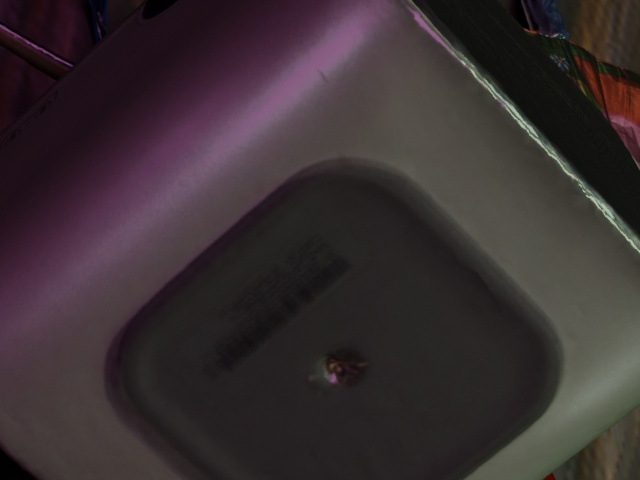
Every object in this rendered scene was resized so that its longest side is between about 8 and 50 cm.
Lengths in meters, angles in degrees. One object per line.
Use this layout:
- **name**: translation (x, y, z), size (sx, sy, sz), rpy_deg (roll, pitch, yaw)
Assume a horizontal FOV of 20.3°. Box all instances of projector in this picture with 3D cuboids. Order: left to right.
- **projector**: translation (0.000, 0.000, 0.812), size (0.249, 0.248, 0.248), rpy_deg (-40, 111, 15)

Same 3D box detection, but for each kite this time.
- **kite**: translation (0.162, -0.077, 1.059), size (0.321, 0.016, 0.234), rpy_deg (17, 42, -30)

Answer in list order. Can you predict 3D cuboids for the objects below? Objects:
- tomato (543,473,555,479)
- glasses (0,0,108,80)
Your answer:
- **tomato**: translation (0.072, 0.152, 0.962), size (0.139, 0.091, 0.159), rpy_deg (46, 60, -10)
- **glasses**: translation (-0.181, -0.163, 0.942), size (0.207, 0.102, 0.239), rpy_deg (-14, 84, -1)
